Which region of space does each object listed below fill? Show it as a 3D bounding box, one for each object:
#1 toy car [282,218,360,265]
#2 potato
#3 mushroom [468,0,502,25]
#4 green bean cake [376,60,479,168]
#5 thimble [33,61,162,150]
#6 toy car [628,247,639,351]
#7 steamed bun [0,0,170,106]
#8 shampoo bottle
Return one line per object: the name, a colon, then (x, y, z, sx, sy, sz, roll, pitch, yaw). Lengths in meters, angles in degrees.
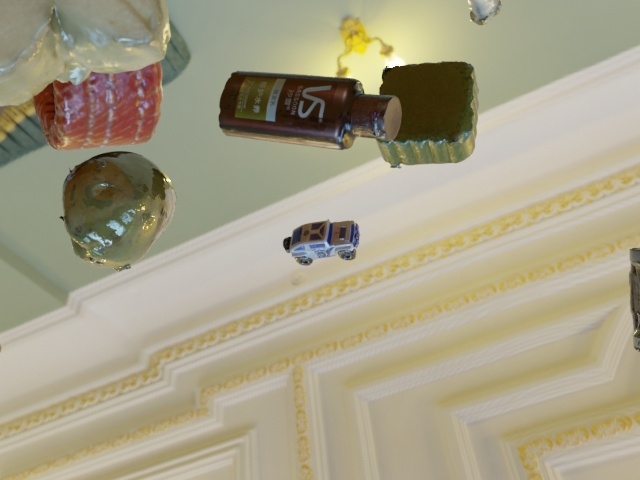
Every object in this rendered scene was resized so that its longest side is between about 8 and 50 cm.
toy car: (0.000, 0.000, 1.320, 0.170, 0.070, 0.080, -7, -126, 24)
potato: (-0.292, -0.052, 0.895, 0.165, 0.165, 0.262, -35, -165, 2)
mushroom: (0.372, -0.582, 1.456, 0.084, 0.209, 0.071, -41, -111, 18)
green bean cake: (0.275, -0.323, 1.583, 0.249, 0.156, 0.247, 1, -109, 19)
thimble: (-0.491, -0.369, 1.322, 0.230, 0.351, 0.350, -11, -149, -33)
toy car: (0.585, 0.096, 0.954, 0.157, 0.173, 0.235, -6, -174, 3)
steamed bun: (-0.232, -0.236, 0.485, 0.296, 0.292, 0.137, -58, -175, -11)
shampoo bottle: (-0.023, -0.224, 1.065, 0.322, 0.084, 0.129, 13, -97, 28)
